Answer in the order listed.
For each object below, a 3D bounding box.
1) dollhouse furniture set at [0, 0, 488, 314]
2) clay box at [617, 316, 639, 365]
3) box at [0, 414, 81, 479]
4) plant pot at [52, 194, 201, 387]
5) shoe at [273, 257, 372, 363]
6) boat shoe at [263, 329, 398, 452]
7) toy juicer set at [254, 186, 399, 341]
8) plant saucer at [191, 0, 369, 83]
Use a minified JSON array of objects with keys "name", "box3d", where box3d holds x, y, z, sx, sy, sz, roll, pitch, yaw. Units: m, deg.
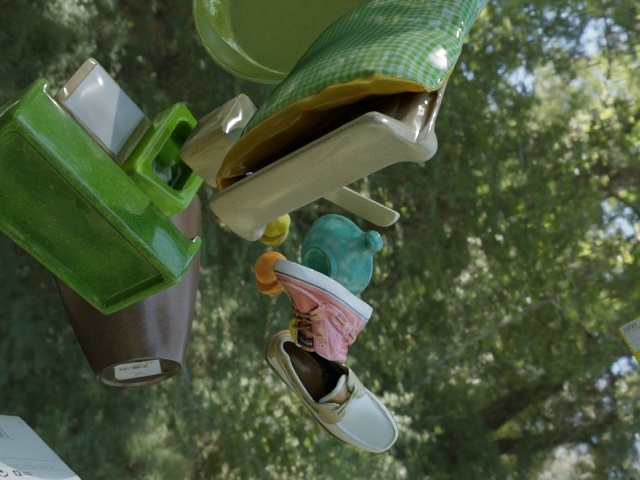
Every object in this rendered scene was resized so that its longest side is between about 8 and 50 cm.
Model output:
[{"name":"dollhouse furniture set","box3d":[-0.067,-0.105,0.562,0.151,0.301,0.197,48,39,-24]},{"name":"clay box","box3d":[0.674,0.233,1.616,0.053,0.127,0.222,35,26,-61]},{"name":"box","box3d":[-0.421,0.297,1.038,0.182,0.119,0.181,28,3,38]},{"name":"plant pot","box3d":[-0.249,0.066,1.129,0.215,0.215,0.230,87,-9,-64]},{"name":"shoe","box3d":[-0.006,0.085,0.986,0.063,0.081,0.178,19,-11,38]},{"name":"boat shoe","box3d":[0.022,0.281,1.571,0.302,0.113,0.103,38,-14,-3]},{"name":"toy juicer set","box3d":[0.000,0.000,1.357,0.209,0.089,0.329,47,-48,21]},{"name":"plant saucer","box3d":[-0.003,-0.238,0.756,0.037,0.241,0.241,36,28,-58]}]
